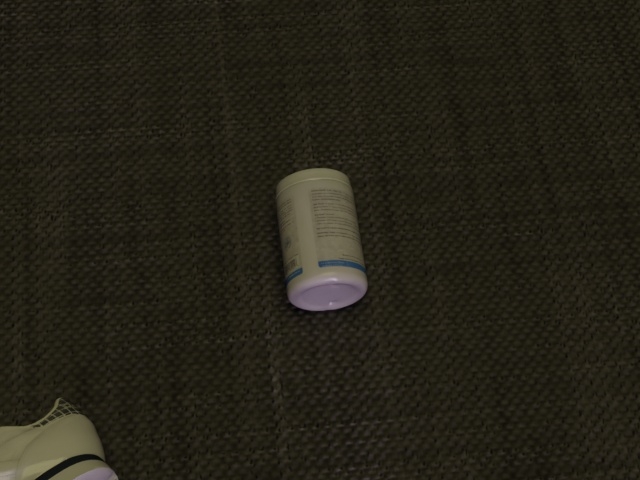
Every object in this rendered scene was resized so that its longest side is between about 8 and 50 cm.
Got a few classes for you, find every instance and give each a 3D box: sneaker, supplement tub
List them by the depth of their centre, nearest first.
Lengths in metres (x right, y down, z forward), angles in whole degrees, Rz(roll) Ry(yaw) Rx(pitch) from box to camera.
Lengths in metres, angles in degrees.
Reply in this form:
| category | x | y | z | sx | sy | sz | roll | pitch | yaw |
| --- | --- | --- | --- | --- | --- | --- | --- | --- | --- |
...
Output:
| category | x | y | z | sx | sy | sz | roll | pitch | yaw |
| --- | --- | --- | --- | --- | --- | --- | --- | --- | --- |
| sneaker | -0.274 | 0.206 | 0.893 | 0.235 | 0.090 | 0.095 | -24 | 54 | -19 |
| supplement tub | 0.000 | 0.000 | 1.012 | 0.071 | 0.071 | 0.107 | -4 | 64 | -6 |
